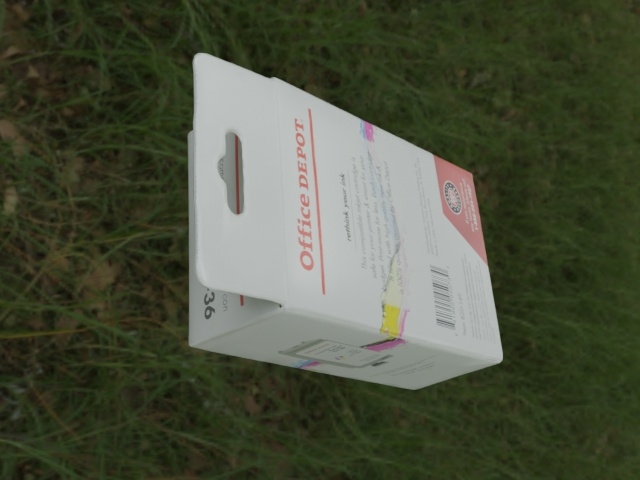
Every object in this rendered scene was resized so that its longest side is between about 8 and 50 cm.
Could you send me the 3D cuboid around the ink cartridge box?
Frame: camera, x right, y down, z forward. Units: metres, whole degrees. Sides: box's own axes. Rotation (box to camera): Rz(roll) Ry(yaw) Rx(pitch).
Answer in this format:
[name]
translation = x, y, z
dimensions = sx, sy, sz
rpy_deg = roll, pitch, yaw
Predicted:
[ink cartridge box]
translation = 0.000, 0.000, 0.432
dimensions = 0.198, 0.067, 0.115
rpy_deg = 19, 57, -42
